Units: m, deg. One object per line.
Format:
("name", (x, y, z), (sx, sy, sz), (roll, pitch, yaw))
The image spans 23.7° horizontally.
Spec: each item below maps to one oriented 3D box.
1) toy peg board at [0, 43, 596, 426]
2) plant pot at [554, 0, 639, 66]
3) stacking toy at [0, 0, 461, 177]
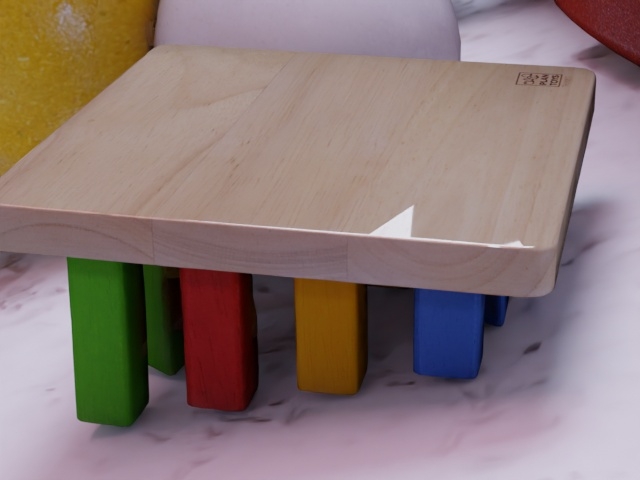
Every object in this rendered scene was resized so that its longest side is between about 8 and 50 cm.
("toy peg board", (0.000, 0.000, 0.487), (0.160, 0.079, 0.161), (5, 25, 12))
("plant pot", (0.219, -0.184, 0.546), (0.267, 0.267, 0.236), (-15, 32, 3))
("stacking toy", (-0.157, -0.114, 0.695), (0.480, 0.350, 0.350), (19, 36, 30))
